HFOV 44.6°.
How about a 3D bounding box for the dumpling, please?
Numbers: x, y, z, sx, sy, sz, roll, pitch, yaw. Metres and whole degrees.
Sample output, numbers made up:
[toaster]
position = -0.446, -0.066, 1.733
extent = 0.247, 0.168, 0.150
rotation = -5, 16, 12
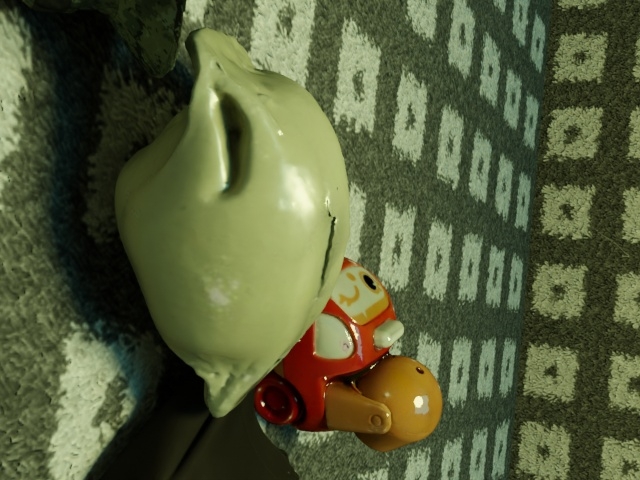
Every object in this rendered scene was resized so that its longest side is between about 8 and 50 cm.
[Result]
[dumpling]
position = -0.073, -0.025, 0.809
extent = 0.315, 0.233, 0.395
rotation = -62, 151, -66

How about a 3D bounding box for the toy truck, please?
[toy truck]
position = 0.045, 0.149, 1.048
extent = 0.189, 0.239, 0.264
rotation = -27, 117, -60

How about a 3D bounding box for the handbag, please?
[handbag]
position = -0.116, 0.286, 0.896
extent = 0.285, 0.114, 0.257
rotation = 68, 31, -29

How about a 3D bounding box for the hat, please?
[hat]
position = -0.192, -0.252, 0.633
extent = 0.128, 0.265, 0.265
rotation = -9, 104, -26
